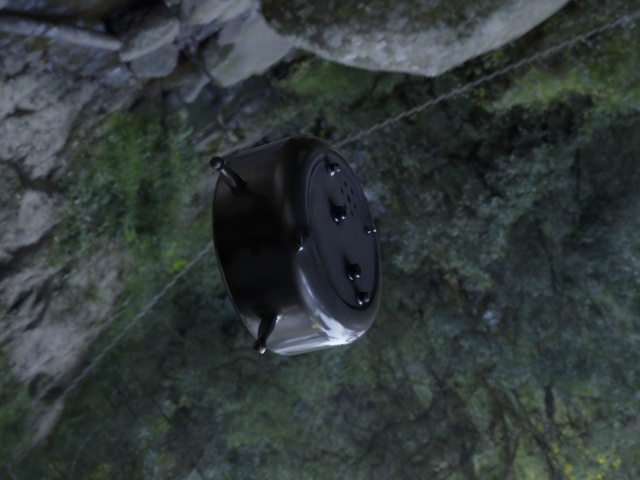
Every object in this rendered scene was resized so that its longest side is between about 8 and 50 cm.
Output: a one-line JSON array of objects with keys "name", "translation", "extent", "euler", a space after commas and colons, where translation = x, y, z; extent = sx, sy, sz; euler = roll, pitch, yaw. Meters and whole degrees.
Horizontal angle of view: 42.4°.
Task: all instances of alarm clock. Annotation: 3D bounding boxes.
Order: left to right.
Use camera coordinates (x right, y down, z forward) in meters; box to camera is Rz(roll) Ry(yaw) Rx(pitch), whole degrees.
[{"name": "alarm clock", "translation": [0.000, 0.000, 0.519], "extent": [0.064, 0.129, 0.192], "euler": [-14, 178, 21]}]
